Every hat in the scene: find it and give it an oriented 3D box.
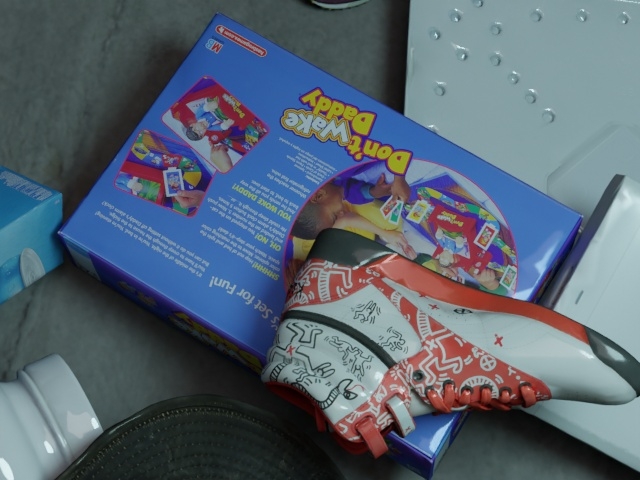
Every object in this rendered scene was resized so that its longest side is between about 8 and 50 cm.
[{"bbox_3d":[-0.059,0.280,1.165,0.331,0.134,0.331,-4,98,-28],"label":"hat"}]

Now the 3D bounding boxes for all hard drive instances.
[{"bbox_3d":[0.323,0.108,1.348,0.307,0.040,0.203,28,91,-8],"label":"hard drive"}]

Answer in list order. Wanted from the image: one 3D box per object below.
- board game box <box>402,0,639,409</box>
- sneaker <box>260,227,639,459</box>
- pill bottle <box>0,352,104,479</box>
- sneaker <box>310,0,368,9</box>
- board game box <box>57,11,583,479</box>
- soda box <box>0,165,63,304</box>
[{"bbox_3d":[0.256,-0.030,1.452,0.389,0.050,0.390,7,69,-8],"label":"board game box"},{"bbox_3d":[0.090,0.104,1.213,0.270,0.090,0.145,22,73,13],"label":"sneaker"},{"bbox_3d":[-0.312,0.204,1.199,0.323,0.181,0.181,-25,76,-17],"label":"pill bottle"},{"bbox_3d":[0.067,-0.267,1.487,0.185,0.084,0.070,-22,75,-17],"label":"sneaker"},{"bbox_3d":[0.000,0.000,1.342,0.347,0.078,0.233,31,74,12],"label":"board game box"},{"bbox_3d":[-0.290,0.024,1.276,0.067,0.071,0.210,24,39,26],"label":"soda box"}]
